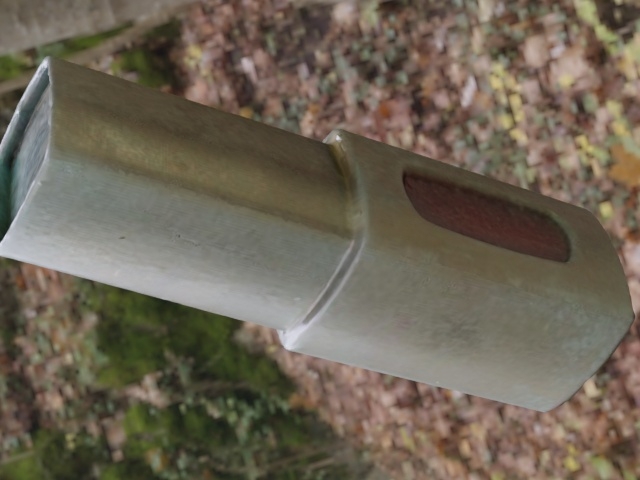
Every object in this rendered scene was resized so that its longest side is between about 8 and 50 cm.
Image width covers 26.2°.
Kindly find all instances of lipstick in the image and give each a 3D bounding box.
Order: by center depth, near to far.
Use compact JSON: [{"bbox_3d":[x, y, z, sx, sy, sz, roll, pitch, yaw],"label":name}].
[{"bbox_3d":[0.000,0.000,0.548,0.077,0.252,0.079,-55,31,35],"label":"lipstick"}]
